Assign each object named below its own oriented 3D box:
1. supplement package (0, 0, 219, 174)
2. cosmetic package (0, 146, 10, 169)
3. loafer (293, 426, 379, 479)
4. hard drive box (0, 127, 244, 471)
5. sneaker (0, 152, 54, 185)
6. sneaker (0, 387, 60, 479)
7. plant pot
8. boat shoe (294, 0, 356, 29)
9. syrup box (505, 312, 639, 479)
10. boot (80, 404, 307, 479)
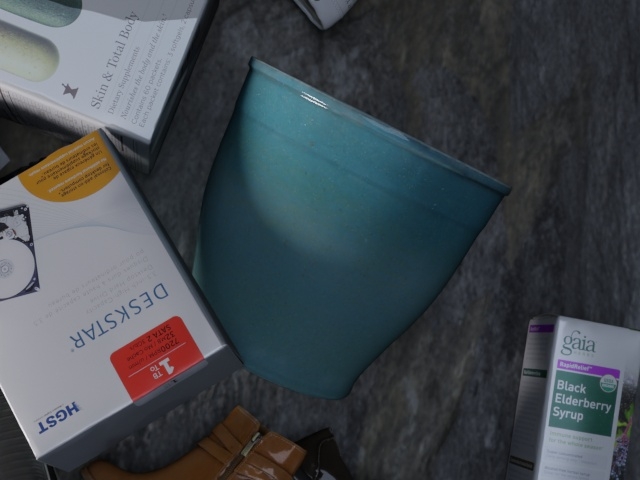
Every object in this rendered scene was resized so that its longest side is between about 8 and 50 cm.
[{"bbox_3d":[-0.248,-0.212,1.111,0.263,0.198,0.199,21,83,-6],"label":"supplement package"},{"bbox_3d":[-0.419,-0.041,1.074,0.238,0.127,0.107,-51,129,-22],"label":"cosmetic package"},{"bbox_3d":[0.050,0.276,1.172,0.078,0.080,0.220,-42,92,-9],"label":"loafer"},{"bbox_3d":[-0.203,0.050,1.011,0.181,0.089,0.232,-32,72,-5],"label":"hard drive box"},{"bbox_3d":[-0.340,0.038,1.138,0.319,0.112,0.131,-36,107,-6],"label":"sneaker"},{"bbox_3d":[-0.224,0.356,1.013,0.169,0.257,0.447,-22,57,-5],"label":"sneaker"},{"bbox_3d":[0.000,0.000,1.108,0.272,0.271,0.255,27,96,-5],"label":"plant pot"},{"bbox_3d":[-0.075,-0.323,1.196,0.277,0.098,0.096,39,81,-4],"label":"boat shoe"},{"bbox_3d":[0.255,0.199,1.200,0.093,0.096,0.236,11,85,-7],"label":"syrup box"},{"bbox_3d":[-0.122,0.224,1.146,0.197,0.073,0.152,28,79,14],"label":"boot"}]
